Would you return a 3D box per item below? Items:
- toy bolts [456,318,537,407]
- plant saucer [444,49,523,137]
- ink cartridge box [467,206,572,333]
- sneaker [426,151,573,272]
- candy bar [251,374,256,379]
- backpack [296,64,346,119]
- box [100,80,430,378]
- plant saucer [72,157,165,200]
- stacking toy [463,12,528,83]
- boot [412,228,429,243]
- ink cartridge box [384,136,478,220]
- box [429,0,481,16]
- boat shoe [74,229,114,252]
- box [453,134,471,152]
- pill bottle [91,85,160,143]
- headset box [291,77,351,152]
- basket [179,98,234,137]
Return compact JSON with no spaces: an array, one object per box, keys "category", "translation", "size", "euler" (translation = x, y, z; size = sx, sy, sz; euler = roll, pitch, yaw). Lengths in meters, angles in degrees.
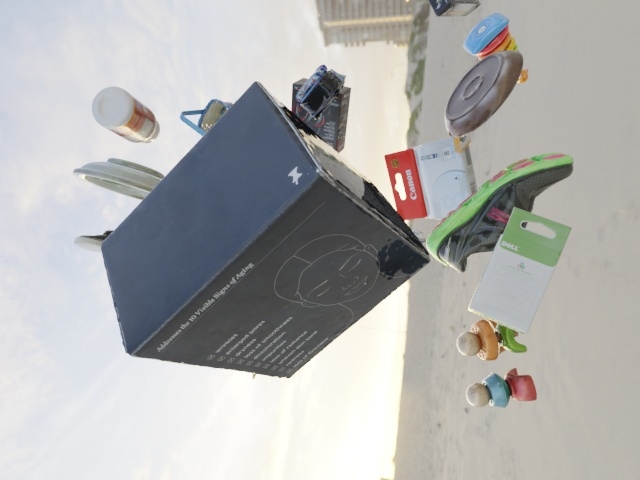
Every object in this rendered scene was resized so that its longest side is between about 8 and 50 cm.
[{"category":"toy bolts","translation":[0.428,0.314,1.235],"size":[0.218,0.158,0.228],"euler":[112,145,-83]},{"category":"plant saucer","translation":[0.493,-0.469,1.495],"size":[0.310,0.050,0.310],"euler":[-52,18,25]},{"category":"ink cartridge box","translation":[0.368,0.056,0.887],"size":[0.209,0.109,0.062],"euler":[-65,-18,-3]},{"category":"sneaker","translation":[0.545,-0.080,1.425],"size":[0.202,0.483,0.185],"euler":[48,-149,2]},{"category":"candy bar","translation":[-0.264,0.489,1.955],"size":[0.040,0.018,0.161],"euler":[137,142,-59]},{"category":"backpack","translation":[0.010,-0.539,1.681],"size":[0.117,0.158,0.173],"euler":[39,-135,-12]},{"category":"box","translation":[-0.100,0.027,1.019],"size":[0.472,0.480,0.297],"euler":[29,-157,-53]},{"category":"plant saucer","translation":[-0.699,-0.226,1.781],"size":[0.400,0.400,0.100],"euler":[34,-111,-71]},{"category":"stacking toy","translation":[0.731,-0.737,1.896],"size":[0.302,0.175,0.166],"euler":[35,-153,-24]},{"category":"boot","translation":[0.432,-0.002,2.132],"size":[0.086,0.069,0.190],"euler":[-57,-29,15]},{"category":"ink cartridge box","translation":[0.432,-0.235,1.935],"size":[0.091,0.385,0.308],"euler":[-24,-77,-48]},{"category":"box","translation":[0.331,-0.733,1.308],"size":[0.183,0.056,0.231],"euler":[-29,-88,-44]},{"category":"boat shoe","translation":[-0.709,0.003,1.600],"size":[0.219,0.078,0.070],"euler":[13,-113,-43]},{"category":"box","translation":[0.493,-0.384,1.662],"size":[0.081,0.028,0.136],"euler":[-45,-47,-30]},{"category":"pill bottle","translation":[-0.563,-0.360,1.409],"size":[0.216,0.121,0.121],"euler":[34,-119,-84]},{"category":"headset box","translation":[-0.005,-0.491,1.956],"size":[0.110,0.218,0.293],"euler":[-50,-27,-51]},{"category":"basket","translation":[-0.429,-0.484,2.043],"size":[0.201,0.255,0.289],"euler":[-53,-4,34]}]
